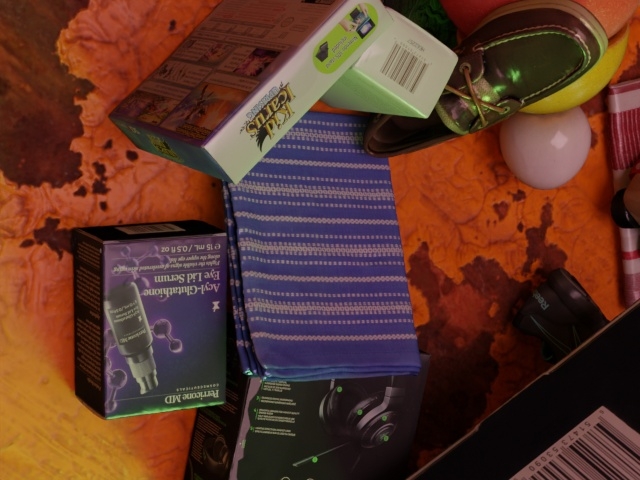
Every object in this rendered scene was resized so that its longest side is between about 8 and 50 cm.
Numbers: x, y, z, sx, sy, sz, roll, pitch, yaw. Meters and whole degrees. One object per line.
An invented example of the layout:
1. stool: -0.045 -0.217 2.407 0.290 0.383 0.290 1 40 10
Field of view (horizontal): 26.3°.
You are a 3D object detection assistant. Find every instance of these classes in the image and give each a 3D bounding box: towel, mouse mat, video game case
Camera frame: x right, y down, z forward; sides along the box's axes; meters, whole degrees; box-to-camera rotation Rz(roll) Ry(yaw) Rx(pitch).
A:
1. towel: 0.513 -0.081 1.951 0.237 0.037 0.329 -16 106 -24
2. mouse mat: 0.139 -0.274 1.732 0.152 0.007 0.190 14 92 -29
3. towel: 0.000 0.000 1.607 0.243 0.040 0.336 2 72 -32
4. video game case: -0.083 -0.183 1.479 0.244 0.269 0.061 -46 119 -13

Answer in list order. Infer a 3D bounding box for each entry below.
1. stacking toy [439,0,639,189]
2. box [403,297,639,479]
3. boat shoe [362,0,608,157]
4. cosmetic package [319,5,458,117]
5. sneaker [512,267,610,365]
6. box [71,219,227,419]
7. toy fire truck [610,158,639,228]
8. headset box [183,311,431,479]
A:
1. stacking toy: 0.262 -0.276 1.667 0.350 0.350 0.480 -19 124 -24
2. box: 0.354 0.418 1.728 0.480 0.297 0.472 -35 139 -18
3. boat shoe: 0.174 -0.169 1.565 0.123 0.342 0.123 48 52 -24
4. cosmetic package: 0.041 -0.206 1.563 0.117 0.231 0.085 31 85 -29
5. sneaker: 0.368 0.148 1.897 0.106 0.101 0.267 -41 117 7
6. box: -0.195 0.087 1.564 0.153 0.108 0.207 -6 102 -28
7. toy fire truck: 0.556 -0.072 1.882 0.217 0.158 0.246 45 67 -25
8. headset box: -0.020 0.229 1.669 0.246 0.131 0.283 8 96 -29
